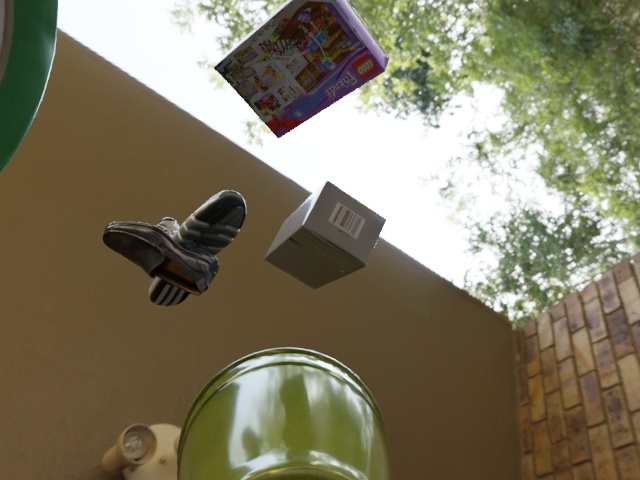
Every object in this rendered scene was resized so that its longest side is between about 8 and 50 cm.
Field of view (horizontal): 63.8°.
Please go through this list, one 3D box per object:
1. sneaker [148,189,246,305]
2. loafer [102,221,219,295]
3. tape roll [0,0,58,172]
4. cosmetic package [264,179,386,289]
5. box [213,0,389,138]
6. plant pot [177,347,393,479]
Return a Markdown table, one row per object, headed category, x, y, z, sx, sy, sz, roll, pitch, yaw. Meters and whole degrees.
| category | x | y | z | sx | sy | sz | roll | pitch | yaw |
| --- | --- | --- | --- | --- | --- | --- | --- | --- | --- |
| sneaker | -0.217 | -0.016 | 0.823 | 0.086 | 0.229 | 0.132 | 24 | -157 | -45 |
| loafer | -0.231 | 0.024 | 0.733 | 0.169 | 0.062 | 0.061 | 20 | -143 | -7 |
| tape roll | -0.285 | -0.134 | 0.261 | 0.077 | 0.322 | 0.321 | 22 | -142 | 12 |
| cosmetic package | 0.000 | 0.000 | 0.908 | 0.127 | 0.238 | 0.107 | 31 | -116 | -9 |
| box | -0.042 | -0.347 | 1.008 | 0.201 | 0.293 | 0.057 | 46 | -139 | -25 |
| plant pot | -0.045 | 0.364 | 0.721 | 0.365 | 0.353 | 0.367 | 0 | -92 | -6 |
